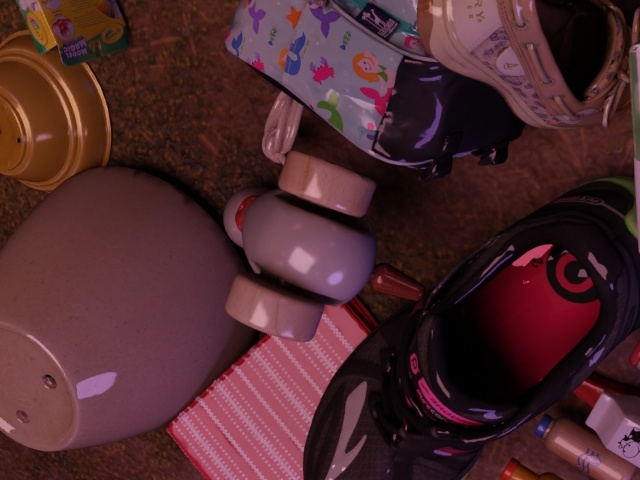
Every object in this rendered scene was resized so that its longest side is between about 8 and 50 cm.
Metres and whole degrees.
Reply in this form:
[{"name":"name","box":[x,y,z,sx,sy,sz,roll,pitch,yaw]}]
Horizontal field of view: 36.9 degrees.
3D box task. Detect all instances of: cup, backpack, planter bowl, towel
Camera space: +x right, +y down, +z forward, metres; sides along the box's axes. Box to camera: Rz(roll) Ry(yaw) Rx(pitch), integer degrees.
[{"name":"cup","box":[-0.274,0.108,1.121,0.331,0.237,0.331,13,120,23]},{"name":"backpack","box":[0.052,-0.188,0.820,0.253,0.225,0.191,32,122,32]},{"name":"planter bowl","box":[-0.371,-0.145,1.189,0.217,0.090,0.217,13,116,27]},{"name":"towel","box":[-0.019,0.200,1.084,0.275,0.031,0.199,-42,85,14]}]

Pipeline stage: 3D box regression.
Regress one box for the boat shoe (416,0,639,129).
[{"name":"boat shoe","box":[0.184,-0.141,0.718,0.089,0.285,0.104,9,93,41]}]

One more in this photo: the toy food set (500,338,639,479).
[{"name":"toy food set","box":[0.265,0.159,0.896,0.104,0.111,0.232,30,125,19]}]

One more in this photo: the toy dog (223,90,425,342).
[{"name":"toy dog","box":[0.000,0.000,0.928,0.161,0.333,0.220,24,112,-13]}]

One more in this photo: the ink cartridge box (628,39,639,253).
[{"name":"ink cartridge box","box":[0.295,-0.091,0.714,0.087,0.208,0.153,0,110,29]}]

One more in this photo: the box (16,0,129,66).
[{"name":"box","box":[-0.289,-0.284,1.069,0.043,0.105,0.179,-15,101,44]}]

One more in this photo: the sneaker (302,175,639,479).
[{"name":"sneaker","box":[0.116,0.117,0.892,0.185,0.202,0.483,50,121,19]}]
